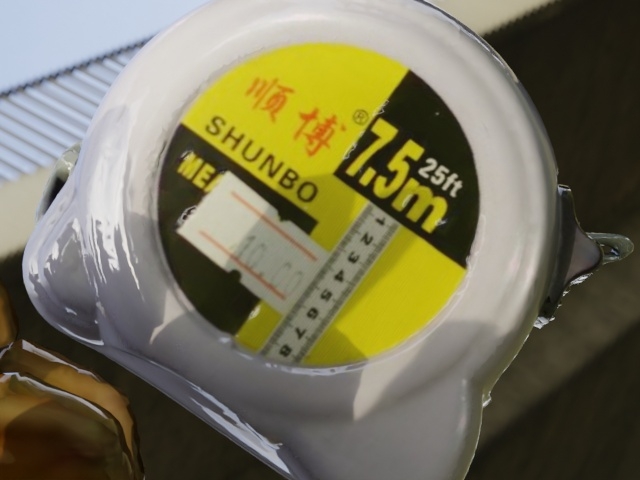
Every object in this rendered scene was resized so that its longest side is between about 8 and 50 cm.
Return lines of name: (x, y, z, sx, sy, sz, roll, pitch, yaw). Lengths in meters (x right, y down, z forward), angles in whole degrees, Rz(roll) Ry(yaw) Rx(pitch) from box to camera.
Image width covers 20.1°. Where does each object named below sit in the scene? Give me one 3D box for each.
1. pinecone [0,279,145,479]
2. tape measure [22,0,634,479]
pinecone: (-0.178, 0.143, 0.468, 0.384, 0.384, 0.384, -45, -29, -34)
tape measure: (0.004, -0.001, 0.660, 0.178, 0.196, 0.105, -50, -6, -4)
